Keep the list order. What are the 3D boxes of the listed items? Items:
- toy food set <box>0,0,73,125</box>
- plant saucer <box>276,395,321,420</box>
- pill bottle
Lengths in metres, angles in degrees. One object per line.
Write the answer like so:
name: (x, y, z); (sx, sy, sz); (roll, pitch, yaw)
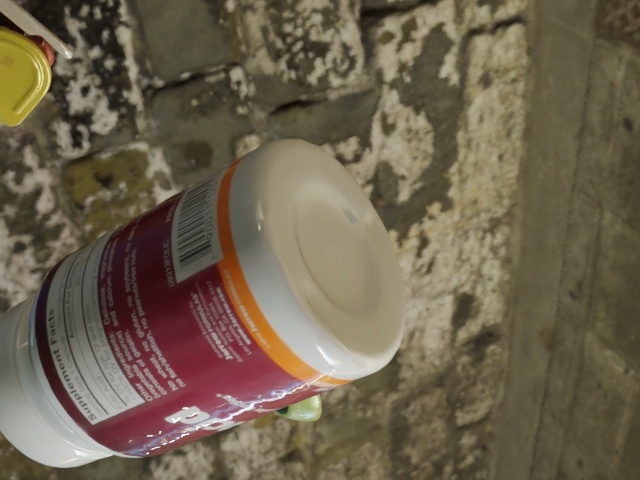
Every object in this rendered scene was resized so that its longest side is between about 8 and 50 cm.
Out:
toy food set: (-0.427, -0.243, 1.203); (0.218, 0.128, 0.071); (-37, 37, 29)
plant saucer: (-0.083, 0.166, 1.295); (0.241, 0.037, 0.241); (46, 154, 31)
pill bottle: (-0.135, 0.081, 0.868); (0.392, 0.224, 0.224); (-26, 85, 30)
